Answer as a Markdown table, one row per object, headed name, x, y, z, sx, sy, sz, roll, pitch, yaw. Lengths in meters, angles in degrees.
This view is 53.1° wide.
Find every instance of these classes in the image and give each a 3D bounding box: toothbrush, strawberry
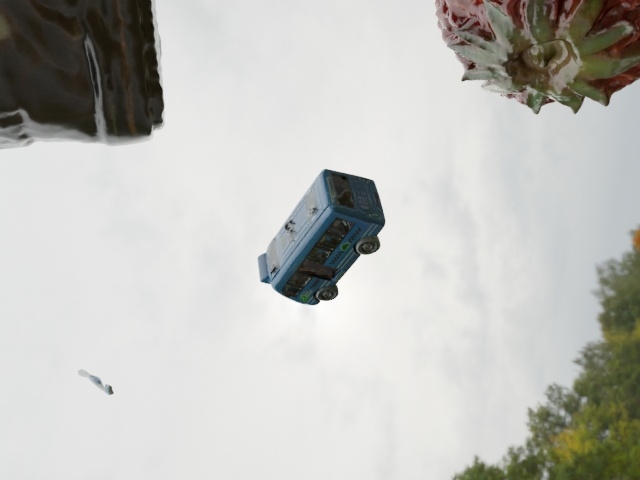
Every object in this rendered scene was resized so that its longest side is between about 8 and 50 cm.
| name | x | y | z | sx | sy | sz | roll | pitch | yaw |
| --- | --- | --- | --- | --- | --- | --- | --- | --- | --- |
| toothbrush | -0.360 | 0.225 | 1.020 | 0.014 | 0.162 | 0.017 | -13 | -83 | -36 |
| strawberry | 0.211 | -0.253 | 0.576 | 0.205 | 0.205 | 0.244 | 42 | -124 | -51 |

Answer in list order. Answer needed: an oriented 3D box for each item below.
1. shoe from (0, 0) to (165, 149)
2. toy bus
| name | x | y | z | sx | sy | sz | roll | pitch | yaw |
| --- | --- | --- | --- | --- | --- | --- | --- | --- | --- |
| shoe | -0.239 | -0.230 | 0.425 | 0.171 | 0.237 | 0.384 | -110 | 17 | -45 |
| toy bus | 0.000 | 0.000 | 1.091 | 0.134 | 0.246 | 0.114 | 14 | -136 | -27 |
